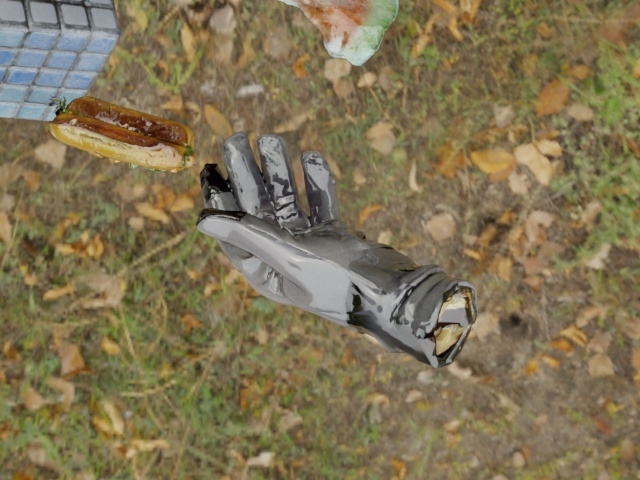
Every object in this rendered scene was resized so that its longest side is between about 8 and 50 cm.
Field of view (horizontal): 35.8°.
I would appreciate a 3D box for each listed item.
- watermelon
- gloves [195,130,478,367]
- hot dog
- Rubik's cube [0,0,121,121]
[{"bbox_3d":[-0.036,-0.291,0.929,0.213,0.289,0.320,-21,109,3],"label":"watermelon"},{"bbox_3d":[0.000,0.011,0.845,0.142,0.285,0.119,-15,140,-54],"label":"gloves"},{"bbox_3d":[-0.226,-0.117,1.116,0.188,0.072,0.055,18,135,15],"label":"hot dog"},{"bbox_3d":[-0.457,-0.337,1.453,0.237,0.238,0.237,-1,154,-34],"label":"Rubik's cube"}]
